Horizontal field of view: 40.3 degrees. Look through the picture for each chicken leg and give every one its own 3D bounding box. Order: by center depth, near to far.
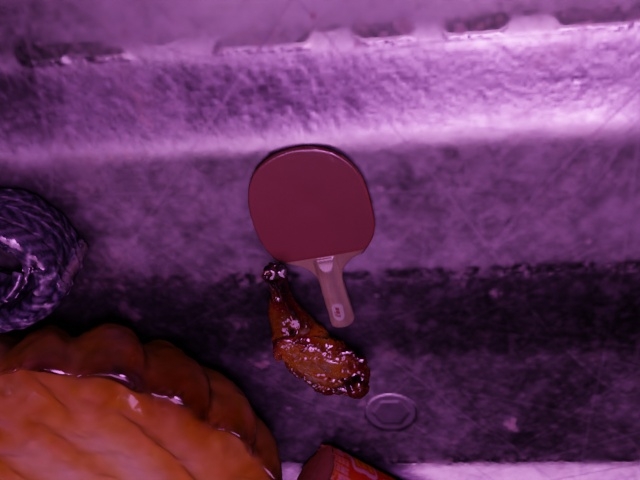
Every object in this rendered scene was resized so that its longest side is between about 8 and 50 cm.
[{"bbox_3d":[-0.009,0.075,0.667,0.062,0.037,0.145,-22,120,39],"label":"chicken leg"}]

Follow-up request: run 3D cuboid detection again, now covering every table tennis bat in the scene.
[{"bbox_3d":[0.000,0.000,0.633,0.087,0.013,0.157,-10,123,10],"label":"table tennis bat"}]

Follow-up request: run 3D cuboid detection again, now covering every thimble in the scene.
[{"bbox_3d":[-0.232,0.015,0.634,0.104,0.066,0.095,-14,126,16],"label":"thimble"}]

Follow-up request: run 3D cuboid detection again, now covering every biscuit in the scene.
[{"bbox_3d":[-0.188,0.188,0.733,0.325,0.107,0.326,2,129,3],"label":"biscuit"}]

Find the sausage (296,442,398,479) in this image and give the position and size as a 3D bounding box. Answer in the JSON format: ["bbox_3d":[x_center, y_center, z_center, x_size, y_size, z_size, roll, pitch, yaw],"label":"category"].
[{"bbox_3d":[0.104,0.271,0.781,0.274,0.074,0.074,29,124,-14],"label":"sausage"}]
